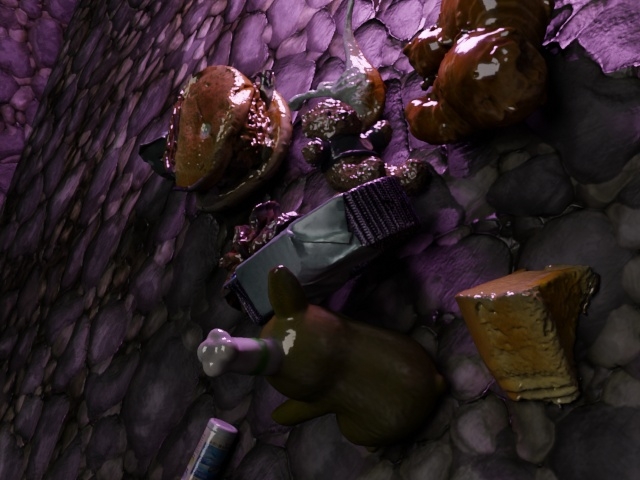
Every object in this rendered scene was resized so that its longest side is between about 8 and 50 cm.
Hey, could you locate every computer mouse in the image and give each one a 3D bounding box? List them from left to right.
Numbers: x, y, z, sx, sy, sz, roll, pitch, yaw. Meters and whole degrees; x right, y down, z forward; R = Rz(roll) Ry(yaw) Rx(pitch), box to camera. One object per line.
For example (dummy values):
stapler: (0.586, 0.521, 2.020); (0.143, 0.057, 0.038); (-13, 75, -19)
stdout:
computer mouse: (-0.387, -0.233, 1.891); (0.231, 0.126, 0.071); (-12, 37, 50)

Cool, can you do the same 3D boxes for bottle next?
bottle: (-0.220, 0.428, 1.303); (0.060, 0.060, 0.217); (21, 83, 53)

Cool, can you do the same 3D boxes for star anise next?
star anise: (-0.123, 0.032, 1.416); (0.223, 0.109, 0.236); (-39, 44, 33)

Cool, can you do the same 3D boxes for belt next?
belt: (0.009, 0.023, 1.139); (0.325, 0.260, 0.122); (-34, 80, 33)

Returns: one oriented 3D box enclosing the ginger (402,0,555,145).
ginger: (0.250, -0.304, 1.169); (0.274, 0.152, 0.358); (-40, 37, 56)

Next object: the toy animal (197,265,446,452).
toy animal: (-0.007, 0.161, 1.004); (0.180, 0.363, 0.181); (-24, 45, 57)

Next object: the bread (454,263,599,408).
bread: (0.280, 0.105, 0.937); (0.140, 0.169, 0.160); (-12, 18, 45)

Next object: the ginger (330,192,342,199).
ginger: (0.069, -0.065, 1.303); (0.137, 0.044, 0.057); (38, 115, 55)

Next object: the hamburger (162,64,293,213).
hamburger: (-0.201, -0.231, 1.603); (0.276, 0.195, 0.318); (-8, 63, 44)

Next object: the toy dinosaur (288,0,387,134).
toy dinosaur: (0.051, -0.312, 1.430); (0.205, 0.092, 0.393); (2, 71, 40)

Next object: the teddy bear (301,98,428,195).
teddy bear: (0.055, -0.144, 1.268); (0.251, 0.182, 0.129); (55, 134, 34)
